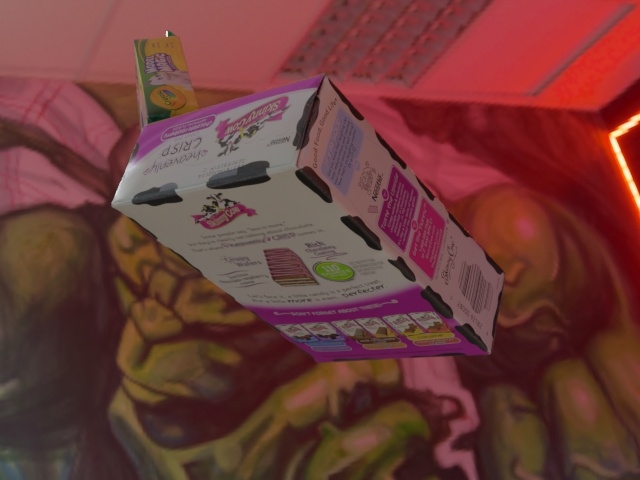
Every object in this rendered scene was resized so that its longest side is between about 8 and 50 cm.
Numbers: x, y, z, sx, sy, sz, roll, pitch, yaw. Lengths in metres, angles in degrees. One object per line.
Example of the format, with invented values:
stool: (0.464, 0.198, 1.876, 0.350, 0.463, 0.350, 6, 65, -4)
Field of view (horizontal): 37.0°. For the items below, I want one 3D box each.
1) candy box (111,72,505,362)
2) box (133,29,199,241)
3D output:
candy box: (0.000, 0.000, 0.647, 0.159, 0.071, 0.233, -8, -36, 37)
box: (-0.120, -0.089, 0.749, 0.043, 0.179, 0.105, -5, -58, -10)
